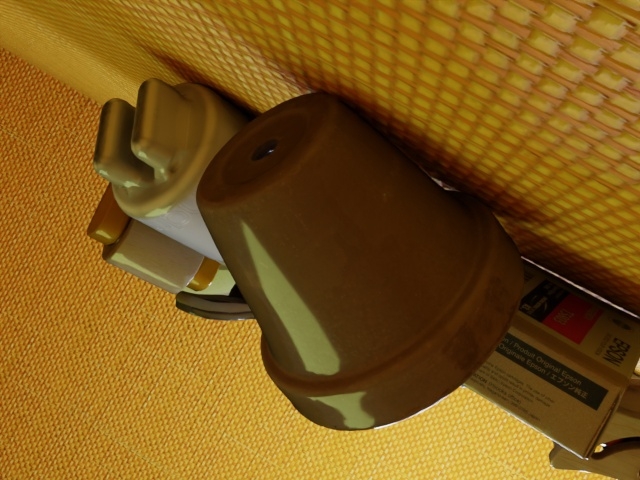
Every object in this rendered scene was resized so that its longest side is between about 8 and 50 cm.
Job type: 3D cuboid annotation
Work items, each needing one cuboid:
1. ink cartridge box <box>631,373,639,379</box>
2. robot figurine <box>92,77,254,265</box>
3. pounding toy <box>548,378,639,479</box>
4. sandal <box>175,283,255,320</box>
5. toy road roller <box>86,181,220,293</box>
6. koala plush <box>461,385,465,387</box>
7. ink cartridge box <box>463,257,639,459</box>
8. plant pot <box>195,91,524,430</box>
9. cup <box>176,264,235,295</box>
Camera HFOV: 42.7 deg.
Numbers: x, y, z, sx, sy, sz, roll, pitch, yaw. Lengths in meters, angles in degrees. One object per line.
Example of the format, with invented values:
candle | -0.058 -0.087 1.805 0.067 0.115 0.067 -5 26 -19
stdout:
ink cartridge box | 0.547 0.295 1.661 0.176 0.128 0.127 31 178 -4
robot figurine | -0.146 -0.082 1.143 0.300 0.199 0.353 -15 149 35
pounding toy | 0.407 0.236 1.003 0.270 0.154 0.155 11 -151 0
sandal | -0.113 0.096 1.443 0.303 0.086 0.120 7 179 -45
toy road roller | -0.266 -0.076 1.396 0.202 0.329 0.241 31 155 -26
koala plush | 0.279 0.160 1.621 0.203 0.196 0.221 42 -179 13
ink cartridge box | 0.233 0.105 0.867 0.193 0.088 0.235 29 -160 20
plant pot | 0.015 0.001 0.733 0.229 0.263 0.263 51 168 -29
cup | -0.122 -0.017 1.604 0.237 0.331 0.331 -5 154 42
